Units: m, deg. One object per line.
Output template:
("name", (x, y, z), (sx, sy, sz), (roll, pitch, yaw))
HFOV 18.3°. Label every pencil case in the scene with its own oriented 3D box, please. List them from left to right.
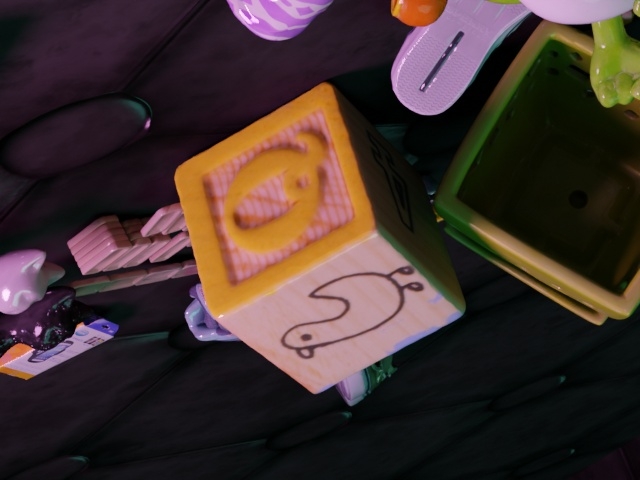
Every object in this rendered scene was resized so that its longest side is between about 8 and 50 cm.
("pencil case", (0.006, -0.237, 1.528), (0.206, 0.086, 0.088), (-39, -177, 45))

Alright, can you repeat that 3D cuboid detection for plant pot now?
("plant pot", (0.257, -0.055, 2.001), (0.227, 0.228, 0.207), (-58, 173, -9))

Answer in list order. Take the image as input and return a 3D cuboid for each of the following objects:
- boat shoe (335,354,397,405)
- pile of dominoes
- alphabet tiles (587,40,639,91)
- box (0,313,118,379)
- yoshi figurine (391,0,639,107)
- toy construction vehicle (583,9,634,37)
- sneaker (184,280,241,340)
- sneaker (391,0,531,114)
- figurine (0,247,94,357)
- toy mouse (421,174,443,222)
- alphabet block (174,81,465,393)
("boat shoe", (0.047, 0.152, 2.671), (0.094, 0.109, 0.302), (-37, 171, -3))
("pile of dominoes", (-0.150, -0.012, 2.091), (0.196, 0.040, 0.251), (-35, 166, 34))
("alphabet tiles", (0.425, -0.197, 2.200), (0.284, 0.021, 0.278), (-33, 158, 33))
("box", (-0.299, 0.114, 2.261), (0.136, 0.028, 0.081), (-28, 161, 11))
("yoshi figurine", (0.244, -0.182, 1.585), (0.362, 0.203, 0.203), (10, 119, -8))
("toy construction vehicle", (0.308, -0.218, 2.001), (0.086, 0.035, 0.098), (-8, 158, -5))
("sneaker", (-0.073, 0.055, 2.194), (0.122, 0.110, 0.283), (-16, 163, -22))
("sneaker", (0.147, -0.225, 1.723), (0.258, 0.094, 0.091), (-48, -165, 28))
("figurine", (-0.342, 0.072, 1.963), (0.209, 0.092, 0.215), (-16, 161, -1))
("toy mouse", (0.137, -0.057, 2.255), (0.161, 0.031, 0.143), (-17, 162, -15))
("alphabet block", (0.000, 0.000, 1.930), (0.192, 0.193, 0.197), (-31, 143, 15))
